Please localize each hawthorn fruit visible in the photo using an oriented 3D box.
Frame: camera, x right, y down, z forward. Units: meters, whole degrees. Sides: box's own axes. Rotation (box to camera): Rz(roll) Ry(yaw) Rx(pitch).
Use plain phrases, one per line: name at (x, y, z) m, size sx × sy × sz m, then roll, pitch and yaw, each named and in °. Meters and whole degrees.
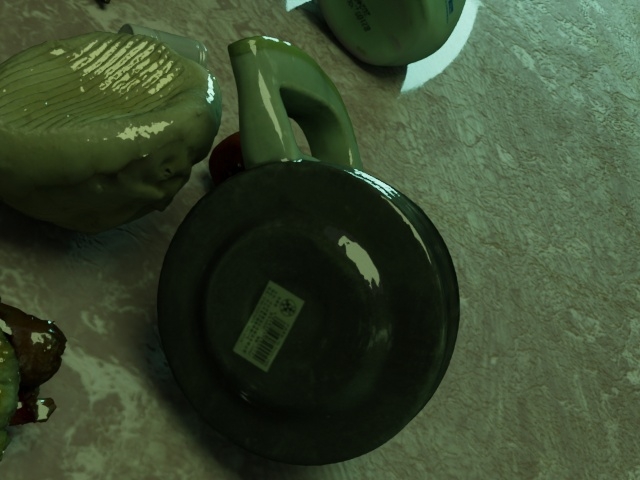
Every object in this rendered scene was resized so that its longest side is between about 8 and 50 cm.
hawthorn fruit at (-0.067, -0.077, 0.965) m, size 0.081 × 0.081 × 0.093 m, roll 49°, pitch 31°, yaw 7°

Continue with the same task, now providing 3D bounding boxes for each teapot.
teapot at (-0.014, 0.018, 0.817) m, size 0.321 × 0.239 × 0.239 m, roll 51°, pitch 17°, yaw 8°

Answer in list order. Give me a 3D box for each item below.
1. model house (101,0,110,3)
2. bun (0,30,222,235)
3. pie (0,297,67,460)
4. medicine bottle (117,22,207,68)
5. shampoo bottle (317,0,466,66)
model house at (-0.250, -0.387, 1.045) m, size 0.181 × 0.176 × 0.248 m, roll -2°, pitch 73°, yaw -42°
bun at (-0.193, -0.086, 0.809) m, size 0.231 × 0.133 × 0.231 m, roll 1°, pitch 35°, yaw -1°
pie at (-0.325, 0.077, 0.588) m, size 0.274 × 0.105 × 0.257 m, roll 40°, pitch 48°, yaw -3°
medicine bottle at (-0.172, -0.196, 0.997) m, size 0.089 × 0.057 × 0.057 m, roll 6°, pitch 52°, yaw -37°
shampoo bottle at (0.132, -0.391, 1.351) m, size 0.221 × 0.151 × 0.349 m, roll 55°, pitch 37°, yaw -11°
